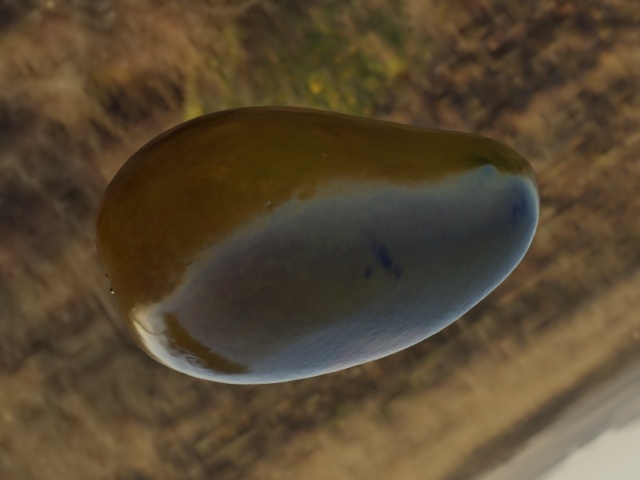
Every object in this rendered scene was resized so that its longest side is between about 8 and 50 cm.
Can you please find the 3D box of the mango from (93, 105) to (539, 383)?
[{"bbox_3d":[0.000,0.000,1.296,0.317,0.173,0.211,-5,151,-28],"label":"mango"}]
